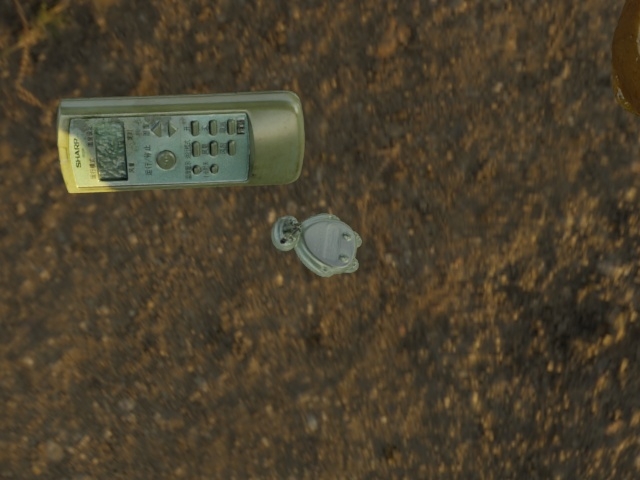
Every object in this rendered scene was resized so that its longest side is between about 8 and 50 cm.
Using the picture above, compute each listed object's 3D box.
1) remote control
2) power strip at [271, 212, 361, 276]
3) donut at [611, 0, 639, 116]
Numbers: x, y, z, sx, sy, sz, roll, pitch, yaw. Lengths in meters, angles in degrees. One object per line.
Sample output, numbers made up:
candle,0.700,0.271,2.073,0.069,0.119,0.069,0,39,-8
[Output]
remote control,-0.131,-0.094,1.280,0.234,0.098,0.038,-2,36,-5
power strip,0.000,0.000,1.127,0.083,0.035,0.055,17,70,-24
donut,0.391,-0.184,1.280,0.227,0.114,0.226,0,79,0
